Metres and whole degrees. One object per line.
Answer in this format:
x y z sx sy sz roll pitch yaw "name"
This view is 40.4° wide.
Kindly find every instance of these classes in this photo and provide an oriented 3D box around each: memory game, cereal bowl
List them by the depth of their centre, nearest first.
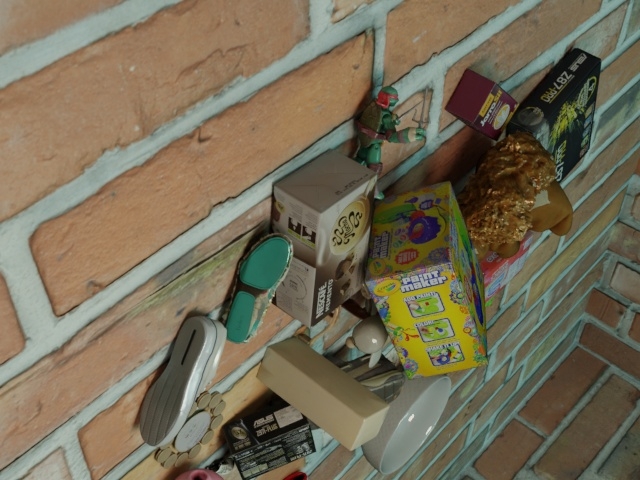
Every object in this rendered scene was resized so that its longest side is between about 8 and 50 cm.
-0.260 0.382 1.755 0.186 0.012 0.186 -39 147 -32 "memory game"
0.229 0.502 2.530 0.339 0.141 0.339 -38 147 -31 "cereal bowl"

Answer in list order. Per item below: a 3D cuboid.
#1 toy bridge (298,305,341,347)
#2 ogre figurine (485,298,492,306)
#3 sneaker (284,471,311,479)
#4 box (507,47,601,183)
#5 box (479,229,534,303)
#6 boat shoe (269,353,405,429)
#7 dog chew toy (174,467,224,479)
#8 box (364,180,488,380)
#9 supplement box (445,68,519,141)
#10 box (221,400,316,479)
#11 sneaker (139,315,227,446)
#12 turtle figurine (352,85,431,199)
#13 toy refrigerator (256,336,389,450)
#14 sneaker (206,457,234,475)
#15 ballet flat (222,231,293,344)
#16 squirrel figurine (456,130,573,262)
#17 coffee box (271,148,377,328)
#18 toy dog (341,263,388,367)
0.009 0.161 1.901 0.026 0.063 0.188 -7 124 -56 "toy bridge"
0.454 0.149 2.549 0.197 0.118 0.096 -39 148 -30 "ogre figurine"
-0.102 0.703 2.291 0.221 0.087 0.128 -55 146 -31 "sneaker"
0.641 -0.291 2.418 0.318 0.097 0.395 -44 150 -18 "box"
0.445 0.068 2.424 0.300 0.142 0.154 -36 146 -34 "box"
0.029 0.352 2.072 0.356 0.130 0.132 -8 137 -30 "boat shoe"
-0.255 0.617 1.819 0.207 0.207 0.331 -28 133 -44 "dog chew toy"
0.227 0.082 1.818 0.290 0.177 0.279 -79 149 -53 "box"
0.370 -0.305 1.979 0.104 0.081 0.188 -61 152 8 "supplement box"
-0.110 0.437 1.909 0.180 0.077 0.147 -21 143 -8 "box"
-0.238 0.259 1.571 0.091 0.094 0.258 16 105 -57 "sneaker"
0.121 -0.207 1.654 0.175 0.118 0.234 -96 -154 -65 "turtle figurine"
0.002 0.322 1.834 0.102 0.270 0.094 -13 130 -54 "toy refrigerator"
-0.220 0.501 1.921 0.083 0.032 0.037 -25 139 -47 "sneaker"
-0.120 0.082 1.616 0.241 0.091 0.077 -61 -177 17 "ballet flat"
0.390 -0.065 2.084 0.370 0.281 0.397 -36 162 -7 "squirrel figurine"
0.000 0.000 1.658 0.168 0.119 0.297 -36 145 -37 "coffee box"
0.113 0.173 1.978 0.161 0.220 0.334 -26 164 25 "toy dog"
